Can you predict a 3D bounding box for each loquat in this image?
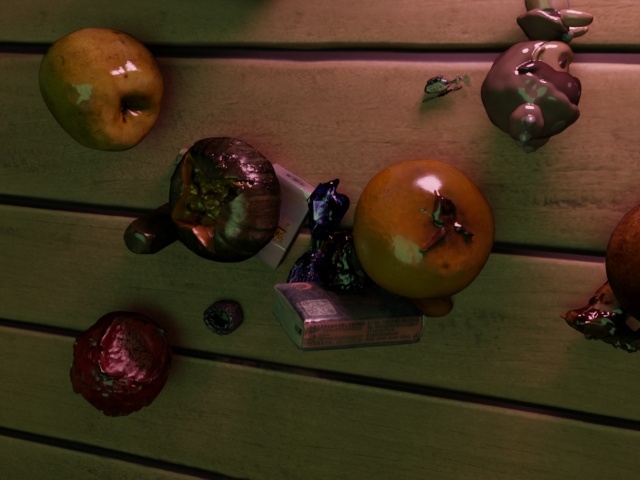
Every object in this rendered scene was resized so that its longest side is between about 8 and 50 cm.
[{"bbox_3d":[0.229,-0.021,1.420,0.328,0.359,0.328,2,80,-14],"label":"loquat"}]

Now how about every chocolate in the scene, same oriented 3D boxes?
[{"bbox_3d":[0.068,0.041,1.499,0.156,0.156,0.133,2,109,17],"label":"chocolate"},{"bbox_3d":[0.002,-0.003,1.595,0.148,0.126,0.343,4,111,-25],"label":"chocolate"}]

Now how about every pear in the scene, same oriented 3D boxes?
[{"bbox_3d":[-0.560,-0.387,1.550,0.304,0.304,0.304,5,109,16],"label":"pear"}]

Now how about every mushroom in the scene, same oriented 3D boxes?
[{"bbox_3d":[0.769,0.085,1.338,0.331,0.356,0.334,23,75,12],"label":"mushroom"}]

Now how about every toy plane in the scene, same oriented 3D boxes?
[{"bbox_3d":[0.289,-0.362,1.428,0.120,0.031,0.049,-17,107,24],"label":"toy plane"}]

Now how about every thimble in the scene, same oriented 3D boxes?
[{"bbox_3d":[-0.282,0.224,1.778,0.104,0.066,0.095,-16,101,24],"label":"thimble"}]

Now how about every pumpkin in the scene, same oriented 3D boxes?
[{"bbox_3d":[-0.238,-0.098,1.526,0.320,0.192,0.320,3,95,33],"label":"pumpkin"}]

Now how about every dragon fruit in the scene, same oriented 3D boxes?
[{"bbox_3d":[-0.583,0.364,1.800,0.295,0.295,0.302,41,117,1],"label":"dragon fruit"}]

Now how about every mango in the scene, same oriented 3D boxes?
[{"bbox_3d":[0.262,0.145,1.570,0.159,0.084,0.105,45,120,0],"label":"mango"}]

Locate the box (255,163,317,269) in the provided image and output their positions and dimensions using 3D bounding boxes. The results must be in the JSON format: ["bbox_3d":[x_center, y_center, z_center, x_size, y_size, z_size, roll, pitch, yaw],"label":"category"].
[{"bbox_3d":[-0.120,-0.062,1.632,0.155,0.067,0.243,32,113,8],"label":"box"}]

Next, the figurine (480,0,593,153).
[{"bbox_3d":[0.449,-0.378,1.280,0.203,0.248,0.381,8,96,21],"label":"figurine"}]

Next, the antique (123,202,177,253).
[{"bbox_3d":[-0.450,-0.027,1.664,0.081,0.221,0.080,28,114,6],"label":"antique"}]

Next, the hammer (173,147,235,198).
[{"bbox_3d":[-0.292,-0.175,1.665,0.226,0.041,0.159,36,114,4],"label":"hammer"}]

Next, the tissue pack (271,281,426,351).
[{"bbox_3d":[0.062,0.175,1.491,0.315,0.228,0.103,0,110,-23],"label":"tissue pack"}]
